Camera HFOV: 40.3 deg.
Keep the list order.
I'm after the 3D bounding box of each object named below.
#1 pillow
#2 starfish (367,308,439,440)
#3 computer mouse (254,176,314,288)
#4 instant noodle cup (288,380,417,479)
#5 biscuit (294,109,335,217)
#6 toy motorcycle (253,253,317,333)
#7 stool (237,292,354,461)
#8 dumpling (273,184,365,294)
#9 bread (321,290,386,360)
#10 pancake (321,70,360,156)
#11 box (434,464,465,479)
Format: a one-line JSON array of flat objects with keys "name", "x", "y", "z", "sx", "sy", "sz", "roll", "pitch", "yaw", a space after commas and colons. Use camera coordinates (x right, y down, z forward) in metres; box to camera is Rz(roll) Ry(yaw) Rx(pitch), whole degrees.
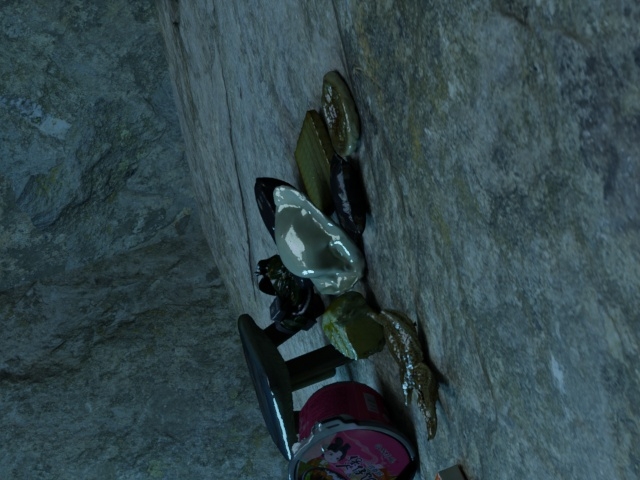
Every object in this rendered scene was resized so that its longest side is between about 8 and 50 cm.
[{"name": "pillow", "x": 0.048, "y": -0.078, "z": 1.533, "sx": 0.090, "sy": 0.048, "sz": 0.150, "roll": -158, "pitch": 53, "yaw": -66}, {"name": "starfish", "x": 0.150, "y": 0.224, "z": 1.486, "sx": 0.277, "sy": 0.062, "sz": 0.235, "roll": -127, "pitch": 21, "yaw": -51}, {"name": "computer mouse", "x": -0.055, "y": -0.030, "z": 1.932, "sx": 0.269, "sy": 0.100, "sz": 0.170, "roll": 61, "pitch": 169, "yaw": 25}, {"name": "instant noodle cup", "x": 0.058, "y": 0.407, "z": 1.794, "sx": 0.181, "sy": 0.258, "sz": 0.302, "roll": -99, "pitch": 0, "yaw": -56}, {"name": "biscuit", "x": -0.002, "y": -0.138, "z": 1.713, "sx": 0.254, "sy": 0.029, "sz": 0.172, "roll": 121, "pitch": 130, "yaw": -73}, {"name": "toy motorcycle", "x": -0.078, "y": 0.110, "z": 2.080, "sx": 0.187, "sy": 0.125, "sz": 0.274, "roll": -53, "pitch": 30, "yaw": 34}, {"name": "stool", "x": -0.048, "y": 0.330, "z": 2.126, "sx": 0.310, "sy": 0.226, "sz": 0.310, "roll": -125, "pitch": 20, "yaw": -55}, {"name": "dumpling", "x": 0.000, "y": 0.000, "z": 1.678, "sx": 0.179, "sy": 0.131, "sz": 0.252, "roll": 10, "pitch": 127, "yaw": 51}, {"name": "bread", "x": 0.054, "y": 0.149, "z": 1.693, "sx": 0.156, "sy": 0.103, "sz": 0.110, "roll": 36, "pitch": 152, "yaw": 54}, {"name": "pancake", "x": 0.031, "y": -0.210, "z": 1.473, "sx": 0.151, "sy": 0.025, "sz": 0.151, "roll": 162, "pitch": 90, "yaw": -76}, {"name": "box", "x": 0.258, "y": 0.556, "z": 1.509, "sx": 0.273, "sy": 0.048, "sz": 0.265, "roll": 92, "pitch": 157, "yaw": -56}]
